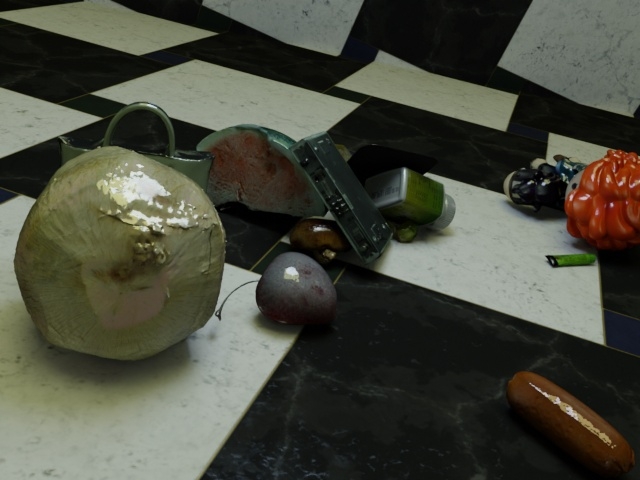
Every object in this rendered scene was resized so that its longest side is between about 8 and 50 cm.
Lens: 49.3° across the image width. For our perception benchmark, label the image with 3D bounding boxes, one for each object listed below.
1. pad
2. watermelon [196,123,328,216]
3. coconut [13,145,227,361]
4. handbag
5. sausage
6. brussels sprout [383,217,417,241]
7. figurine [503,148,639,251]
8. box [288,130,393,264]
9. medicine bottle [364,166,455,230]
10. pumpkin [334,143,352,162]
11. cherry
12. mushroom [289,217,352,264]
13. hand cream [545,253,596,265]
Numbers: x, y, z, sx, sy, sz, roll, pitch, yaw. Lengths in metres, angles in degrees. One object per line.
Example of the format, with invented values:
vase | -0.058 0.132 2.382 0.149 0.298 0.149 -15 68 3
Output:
pad | 0.125 -0.141 1.539 0.181 0.267 0.004 9 69 -19
watermelon | -0.102 -0.132 1.459 0.305 0.180 0.224 9 -20 28
coconut | -0.276 0.023 0.982 0.297 0.297 0.254 0 27 -21
handbag | -0.302 -0.083 1.140 0.241 0.315 0.109 4 25 -16
sausage | 0.354 0.261 0.996 0.076 0.076 0.197 -11 36 -37
brussels sprout | 0.169 -0.022 1.521 0.083 0.046 0.051 6 33 12
figurine | 0.651 -0.121 1.731 0.306 0.241 0.412 4 16 -34
box | 0.049 -0.093 1.388 0.270 0.045 0.211 57 19 -2
medicine bottle | 0.204 -0.087 1.538 0.189 0.088 0.132 17 -20 -35
pumpkin | 0.017 -0.189 1.721 0.217 0.110 0.217 4 28 -2
cherry | -0.051 0.101 1.130 0.148 0.115 0.188 49 35 -11
mushroom | 0.000 0.000 1.378 0.127 0.087 0.127 8 4 -1
hand cream | 0.562 0.042 1.564 0.122 0.023 0.036 -1 41 -21
